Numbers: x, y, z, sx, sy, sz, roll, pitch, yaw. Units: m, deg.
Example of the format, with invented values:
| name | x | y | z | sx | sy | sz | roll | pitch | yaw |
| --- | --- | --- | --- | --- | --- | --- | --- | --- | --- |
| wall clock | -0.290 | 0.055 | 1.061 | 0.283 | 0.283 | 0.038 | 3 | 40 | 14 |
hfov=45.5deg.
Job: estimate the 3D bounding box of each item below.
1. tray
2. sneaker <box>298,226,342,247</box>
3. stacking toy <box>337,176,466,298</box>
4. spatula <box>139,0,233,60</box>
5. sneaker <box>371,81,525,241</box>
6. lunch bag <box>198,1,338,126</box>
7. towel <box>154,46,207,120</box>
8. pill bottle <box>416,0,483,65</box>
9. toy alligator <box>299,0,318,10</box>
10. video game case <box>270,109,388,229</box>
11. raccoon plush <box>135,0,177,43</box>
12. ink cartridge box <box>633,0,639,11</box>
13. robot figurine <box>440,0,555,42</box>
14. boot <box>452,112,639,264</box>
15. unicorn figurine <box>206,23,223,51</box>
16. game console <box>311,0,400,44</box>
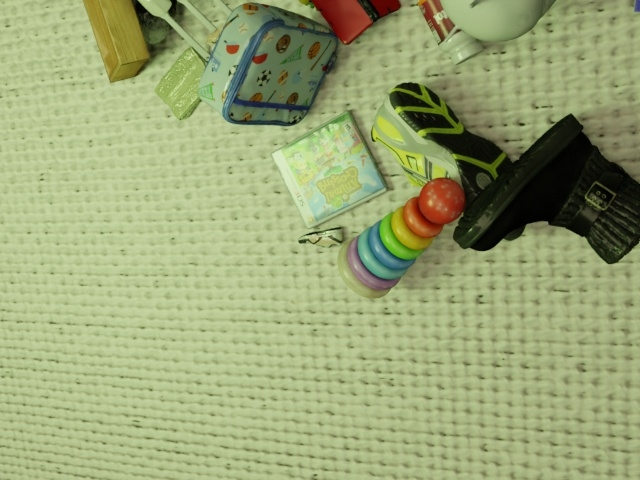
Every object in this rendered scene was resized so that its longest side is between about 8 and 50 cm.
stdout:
| name | x | y | z | sx | sy | sz | roll | pitch | yaw |
| --- | --- | --- | --- | --- | --- | --- | --- | --- | --- |
| tray | -0.487 | -0.575 | 1.688 | 0.076 | 0.203 | 0.411 | -19 | 97 | -20 |
| sneaker | 0.000 | 0.000 | 1.715 | 0.109 | 0.040 | 0.044 | -8 | 101 | 23 |
| stacking toy | 0.174 | -0.012 | 1.535 | 0.141 | 0.141 | 0.330 | 50 | 135 | 4 |
| spatula | -0.266 | -0.486 | 1.629 | 0.168 | 0.242 | 0.019 | -22 | 52 | 25 |
| sneaker | 0.264 | -0.146 | 1.545 | 0.385 | 0.145 | 0.147 | 48 | 144 | 3 |
| lunch bag | -0.097 | -0.339 | 1.537 | 0.115 | 0.303 | 0.243 | 37 | 112 | 24 |
| towel | -0.311 | -0.361 | 1.758 | 0.148 | 0.027 | 0.110 | -43 | 84 | 24 |
| pill bottle | 0.256 | -0.424 | 1.487 | 0.086 | 0.086 | 0.152 | -27 | 92 | 25 |
| toy alligator | 0.015 | -0.493 | 1.589 | 0.189 | 0.056 | 0.051 | 25 | 153 | 4 |
| video game case | 0.017 | -0.152 | 1.680 | 0.212 | 0.023 | 0.193 | -26 | 93 | 24 |
| raccoon plush | -0.211 | -0.599 | 1.624 | 0.299 | 0.216 | 0.446 | 20 | 141 | 1 |
| ink cartridge box | 0.661 | -0.488 | 1.303 | 0.208 | 0.045 | 0.206 | 9 | 87 | 20 |
| robot figurine | 0.340 | -0.488 | 1.327 | 0.199 | 0.300 | 0.353 | 37 | 74 | 12 |
| boot | 0.440 | -0.038 | 1.401 | 0.348 | 0.131 | 0.260 | -43 | 93 | -9 |
| unicorn figurine | -0.195 | -0.393 | 1.685 | 0.111 | 0.060 | 0.162 | -19 | 106 | 33 |
| game console | 0.069 | -0.492 | 1.550 | 0.144 | 0.124 | 0.085 | 54 | 145 | 2 |
